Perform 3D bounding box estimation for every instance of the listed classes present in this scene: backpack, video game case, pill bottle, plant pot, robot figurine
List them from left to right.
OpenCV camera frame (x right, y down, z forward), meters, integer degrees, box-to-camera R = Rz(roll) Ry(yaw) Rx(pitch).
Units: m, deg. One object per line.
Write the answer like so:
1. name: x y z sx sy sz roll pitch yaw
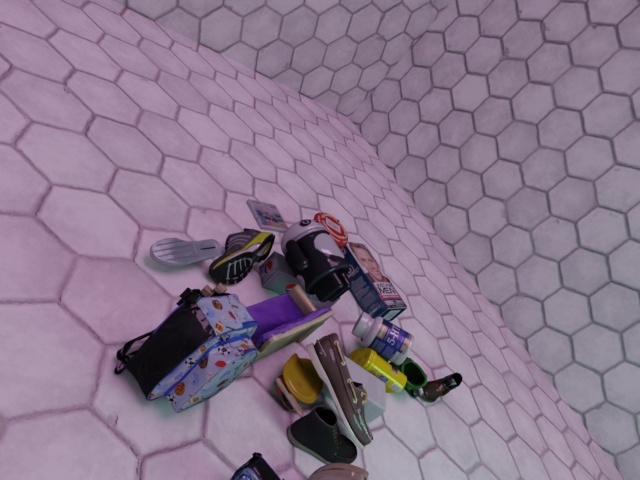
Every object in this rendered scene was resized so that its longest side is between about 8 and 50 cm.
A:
1. backpack: -0.260 0.233 1.106 0.213 0.276 0.263 53 20 6
2. backpack: -0.143 0.515 1.006 0.105 0.114 0.084 45 26 7
3. video game case: -0.205 -0.095 1.948 0.157 0.019 0.143 10 42 -52
4. robot figurine: -0.013 0.061 1.599 0.278 0.173 0.209 58 -16 22
5. plant pot: 0.000 0.000 1.937 0.191 0.174 0.191 34 30 -22
6. pill bottle: 0.201 0.316 1.620 0.186 0.112 0.112 29 25 2

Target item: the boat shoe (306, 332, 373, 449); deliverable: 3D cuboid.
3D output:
1. boat shoe: 0.073 0.416 1.365 0.325 0.096 0.116 63 -4 3

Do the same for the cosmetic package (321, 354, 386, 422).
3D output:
1. cosmetic package: 0.091 0.442 1.509 0.231 0.085 0.117 36 27 -14

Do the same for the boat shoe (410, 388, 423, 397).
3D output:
1. boat shoe: 0.323 0.508 1.804 0.040 0.049 0.142 -17 52 -19

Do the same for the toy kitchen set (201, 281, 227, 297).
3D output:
1. toy kitchen set: -0.298 0.162 1.358 0.083 0.068 0.075 44 25 -1

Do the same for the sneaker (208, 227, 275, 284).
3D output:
1. sneaker: -0.266 0.044 1.569 0.121 0.111 0.300 20 27 19

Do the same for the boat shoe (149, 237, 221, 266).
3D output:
1. boat shoe: -0.389 0.042 1.401 0.226 0.075 0.083 2 66 -49

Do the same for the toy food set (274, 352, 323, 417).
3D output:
1. toy food set: -0.072 0.396 1.344 0.128 0.071 0.218 50 21 4

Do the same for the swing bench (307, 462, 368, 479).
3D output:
1. swing bench: 0.054 0.644 1.050 0.255 0.165 0.253 46 26 4

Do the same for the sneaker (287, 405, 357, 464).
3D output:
1. sneaker: 0.035 0.510 1.277 0.222 0.118 0.083 31 28 -26

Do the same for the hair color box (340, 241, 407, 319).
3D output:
1. hair color box: 0.197 0.169 2.054 0.173 0.105 0.347 7 44 -53

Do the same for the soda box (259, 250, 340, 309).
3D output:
1. soda box: -0.069 0.146 1.702 0.286 0.091 0.098 28 30 -33

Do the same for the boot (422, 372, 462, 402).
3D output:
1. boot: 0.457 0.547 1.872 0.219 0.106 0.082 6 45 -54

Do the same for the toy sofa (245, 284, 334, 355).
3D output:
1. toy sofa: -0.130 0.227 1.390 0.150 0.177 0.362 52 27 15

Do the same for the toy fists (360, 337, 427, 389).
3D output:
1. toy fists: 0.254 0.416 1.738 0.279 0.096 0.142 44 -5 4

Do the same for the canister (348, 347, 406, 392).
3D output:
1. canister: 0.185 0.431 1.622 0.170 0.126 0.073 39 58 -17
